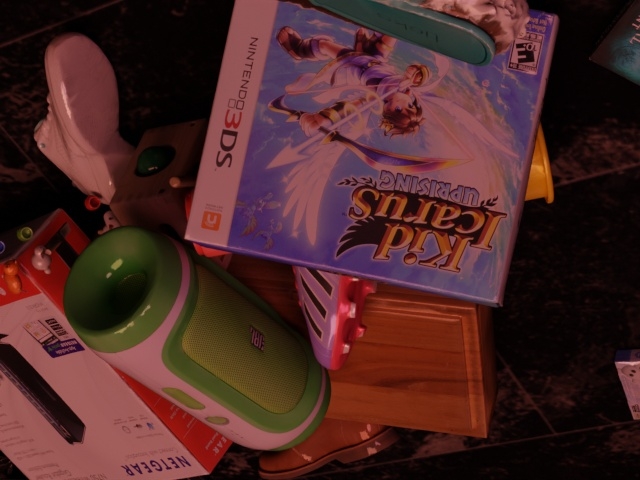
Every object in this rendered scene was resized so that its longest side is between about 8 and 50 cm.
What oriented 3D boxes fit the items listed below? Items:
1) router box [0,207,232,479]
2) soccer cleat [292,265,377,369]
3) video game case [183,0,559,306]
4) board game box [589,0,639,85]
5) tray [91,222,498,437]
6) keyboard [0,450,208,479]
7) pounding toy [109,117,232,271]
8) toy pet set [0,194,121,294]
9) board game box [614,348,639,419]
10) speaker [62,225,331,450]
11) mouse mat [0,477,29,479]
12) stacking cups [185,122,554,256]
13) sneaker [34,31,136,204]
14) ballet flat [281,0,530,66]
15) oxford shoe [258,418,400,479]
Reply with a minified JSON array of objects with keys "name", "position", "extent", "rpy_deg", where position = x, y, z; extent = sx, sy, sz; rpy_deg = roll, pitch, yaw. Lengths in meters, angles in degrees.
[{"name":"router box","position":[-0.282,0.133,1.744],"extent":[0.301,0.082,0.335],"rpy_deg":[50,143,-17]},{"name":"soccer cleat","position":[0.000,0.000,1.538],"extent":[0.095,0.083,0.248],"rpy_deg":[8,111,17]},{"name":"video game case","position":[0.043,-0.090,1.366],"extent":[0.270,0.244,0.061],"rpy_deg":[11,178,9]},{"name":"board game box","position":[0.317,-0.183,1.312],"extent":[0.126,0.026,0.186],"rpy_deg":[26,138,-7]},{"name":"tray","position":[-0.029,0.095,1.702],"extent":[0.411,0.076,0.202],"rpy_deg":[5,136,15]},{"name":"keyboard","position":[-0.303,0.296,2.049],"extent":[0.317,0.033,0.201],"rpy_deg":[-21,131,35]},{"name":"pounding toy","position":[-0.127,-0.043,1.548],"extent":[0.100,0.130,0.141],"rpy_deg":[-8,131,27]},{"name":"toy pet set","position":[-0.228,0.027,1.547],"extent":[0.065,0.122,0.114],"rpy_deg":[-5,111,60]},{"name":"board game box","position":[0.351,0.144,1.650],"extent":[0.090,0.020,0.090],"rpy_deg":[-4,133,24]},{"name":"speaker","position":[-0.108,0.098,1.534],"extent":[0.131,0.131,0.296],"rpy_deg":[-10,149,29]},{"name":"mouse mat","position":[-0.338,0.357,2.106],"extent":[0.153,0.007,0.189],"rpy_deg":[-1,139,18]},{"name":"stacking cups","position":[0.039,-0.052,1.431],"extent":[0.316,0.096,0.096],"rpy_deg":[-10,134,3]},{"name":"sneaker","position":[-0.239,-0.111,1.566],"extent":[0.094,0.080,0.212],"rpy_deg":[12,140,25]},{"name":"ballet flat","position":[-0.026,-0.250,1.301],"extent":[0.409,0.147,0.147],"rpy_deg":[16,138,1]},{"name":"oxford shoe","position":[-0.001,0.217,1.839],"extent":[0.212,0.076,0.076],"rpy_deg":[-26,91,42]}]
